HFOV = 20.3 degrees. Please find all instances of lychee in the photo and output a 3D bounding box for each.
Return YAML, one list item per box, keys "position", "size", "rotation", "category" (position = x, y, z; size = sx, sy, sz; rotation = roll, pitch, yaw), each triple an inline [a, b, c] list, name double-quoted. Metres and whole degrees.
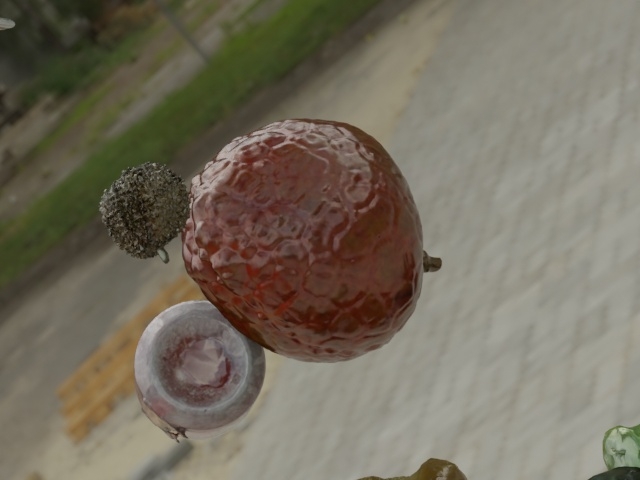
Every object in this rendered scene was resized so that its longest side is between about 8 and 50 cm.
- position: [0.000, 0.000, 1.816]
  size: [0.300, 0.255, 0.255]
  rotation: [-8, -3, -25]
  category: "lychee"

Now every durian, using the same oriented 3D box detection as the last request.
- position: [-0.147, -0.023, 1.539]
  size: [0.080, 0.091, 0.080]
  rotation: [-27, -9, -5]
  category: "durian"

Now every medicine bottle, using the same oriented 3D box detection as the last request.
- position: [-0.136, 0.149, 1.968]
  size: [0.147, 0.147, 0.247]
  rotation: [-44, -3, -11]
  category: "medicine bottle"

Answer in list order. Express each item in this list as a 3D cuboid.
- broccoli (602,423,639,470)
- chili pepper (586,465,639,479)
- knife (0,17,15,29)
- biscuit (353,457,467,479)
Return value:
- position: [0.433, 0.208, 1.904]
  size: [0.269, 0.269, 0.254]
  rotation: [-48, 4, -27]
  category: "broccoli"
- position: [0.312, 0.362, 1.732]
  size: [0.257, 0.233, 0.249]
  rotation: [-49, -22, -50]
  category: "chili pepper"
- position: [-0.376, -0.197, 1.613]
  size: [0.046, 0.022, 0.256]
  rotation: [-12, -4, 36]
  category: "knife"
- position: [0.014, 0.308, 1.683]
  size: [0.274, 0.091, 0.213]
  rotation: [-26, 15, 32]
  category: "biscuit"
